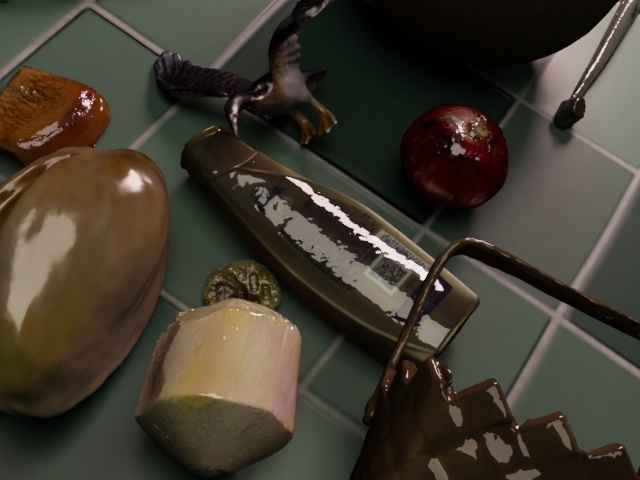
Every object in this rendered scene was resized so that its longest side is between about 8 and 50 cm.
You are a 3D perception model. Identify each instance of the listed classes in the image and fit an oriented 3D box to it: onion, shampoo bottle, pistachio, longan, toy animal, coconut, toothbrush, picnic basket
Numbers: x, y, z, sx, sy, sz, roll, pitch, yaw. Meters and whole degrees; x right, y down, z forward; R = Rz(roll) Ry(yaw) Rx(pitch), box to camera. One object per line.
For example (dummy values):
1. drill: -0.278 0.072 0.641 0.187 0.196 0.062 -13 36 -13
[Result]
1. onion: 0.153 -0.094 1.046 0.131 0.131 0.131 5 61 -9
2. shampoo bottle: 0.000 0.000 0.981 0.350 0.084 0.125 37 60 10
3. pistachio: -0.246 0.033 0.882 0.166 0.197 0.288 7 63 43
4. longan: 0.200 -0.353 1.112 0.349 0.288 0.289 15 60 7
5. toy animal: -0.047 -0.171 1.025 0.160 0.272 0.197 32 43 -35
6. coconut: -0.091 0.143 0.851 0.147 0.147 0.153 12 59 -4
7. toothbrush: 0.382 -0.253 1.228 0.030 0.030 0.297 45 58 -16
8. picnic basket: 0.160 0.181 0.787 0.254 0.291 0.321 27 73 4

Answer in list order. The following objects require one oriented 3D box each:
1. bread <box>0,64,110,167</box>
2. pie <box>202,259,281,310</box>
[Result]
1. bread: -0.311 -0.139 1.020 0.126 0.044 0.129 26 63 5
2. pie: -0.083 0.057 0.970 0.084 0.020 0.085 4 61 -8
